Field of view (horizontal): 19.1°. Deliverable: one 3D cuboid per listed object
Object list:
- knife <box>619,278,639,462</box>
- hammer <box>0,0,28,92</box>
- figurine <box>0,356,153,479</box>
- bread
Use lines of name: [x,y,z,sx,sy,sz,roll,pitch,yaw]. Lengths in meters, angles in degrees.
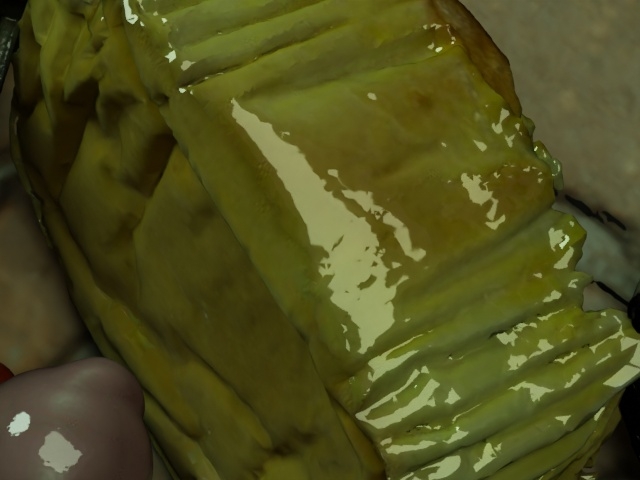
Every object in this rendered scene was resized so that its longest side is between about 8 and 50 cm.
knife: [0.201,-0.039,0.817,0.089,0.043,0.365,49,54,-28]
hammer: [-0.145,0.021,0.688,0.029,0.058,0.292,15,67,-3]
figurine: [-0.094,0.080,0.659,0.071,0.067,0.083,5,79,9]
bread: [0.000,0.000,0.662,0.133,0.179,0.250,-24,71,-33]
